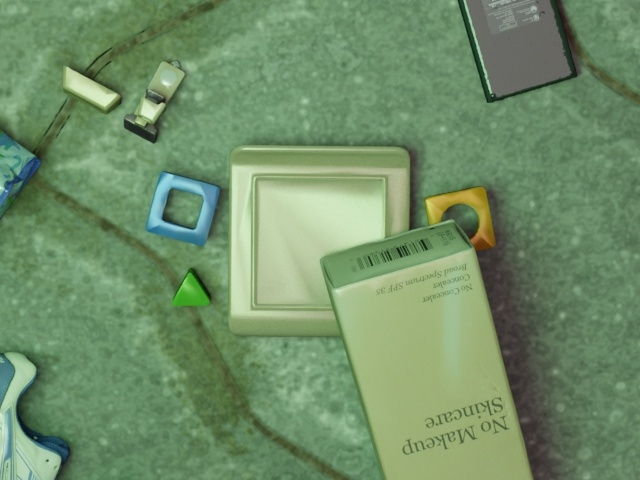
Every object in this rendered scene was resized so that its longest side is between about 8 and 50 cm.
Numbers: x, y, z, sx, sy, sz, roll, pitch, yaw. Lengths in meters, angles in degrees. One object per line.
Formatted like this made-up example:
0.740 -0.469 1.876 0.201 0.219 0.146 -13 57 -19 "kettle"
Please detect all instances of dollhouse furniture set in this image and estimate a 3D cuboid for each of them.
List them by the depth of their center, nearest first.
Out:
-0.193 -0.166 1.580 0.114 0.091 0.081 28 78 -1 "dollhouse furniture set"

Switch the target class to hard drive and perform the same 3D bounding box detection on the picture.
0.195 -0.215 1.609 0.094 0.022 0.135 -17 95 0 "hard drive"

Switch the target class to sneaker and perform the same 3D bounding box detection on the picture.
-0.304 0.255 1.589 0.131 0.112 0.296 -16 102 -14 "sneaker"

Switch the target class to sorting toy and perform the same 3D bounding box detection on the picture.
0.000 0.000 1.610 0.348 0.047 0.196 1 99 -1 "sorting toy"

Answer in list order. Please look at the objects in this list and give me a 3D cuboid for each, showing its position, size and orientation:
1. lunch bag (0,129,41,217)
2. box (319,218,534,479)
-0.369 -0.056 1.571 0.129 0.096 0.151 38 122 -4 "lunch bag"
0.111 0.154 1.560 0.148 0.121 0.311 -18 105 -1 "box"
